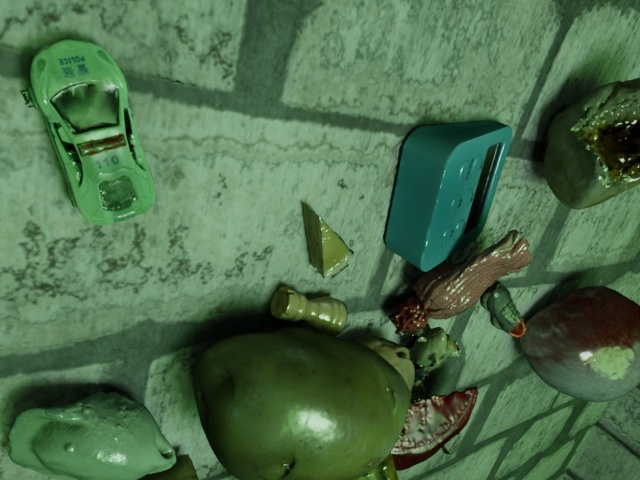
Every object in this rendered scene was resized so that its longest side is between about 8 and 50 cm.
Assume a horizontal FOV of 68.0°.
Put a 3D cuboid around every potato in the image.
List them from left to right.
[{"bbox_3d":[-0.028,0.252,0.710,0.327,0.221,0.243,22,117,-34],"label":"potato"}]

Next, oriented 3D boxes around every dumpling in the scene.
[{"bbox_3d":[-0.291,0.258,0.622,0.219,0.153,0.108,50,40,-35],"label":"dumpling"}]

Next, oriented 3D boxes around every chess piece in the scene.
[{"bbox_3d":[-0.020,0.111,0.758,0.122,0.066,0.066,26,99,-39],"label":"chess piece"}]

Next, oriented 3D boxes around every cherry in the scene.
[{"bbox_3d":[0.730,0.296,1.316,0.335,0.291,0.326,-25,124,-11],"label":"cherry"}]

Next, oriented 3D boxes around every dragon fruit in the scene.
[{"bbox_3d":[0.205,0.462,1.089,0.344,0.100,0.282,-9,138,-19],"label":"dragon fruit"}]

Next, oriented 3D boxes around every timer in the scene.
[{"bbox_3d":[0.242,-0.082,0.821,0.250,0.091,0.231,-16,125,-34],"label":"timer"}]

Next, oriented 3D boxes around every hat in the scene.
[{"bbox_3d":[0.253,0.083,0.901,0.287,0.107,0.236,-32,153,3],"label":"hat"}]

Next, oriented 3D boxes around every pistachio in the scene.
[{"bbox_3d":[0.110,0.259,0.912,0.152,0.126,0.223,-29,142,8],"label":"pistachio"}]

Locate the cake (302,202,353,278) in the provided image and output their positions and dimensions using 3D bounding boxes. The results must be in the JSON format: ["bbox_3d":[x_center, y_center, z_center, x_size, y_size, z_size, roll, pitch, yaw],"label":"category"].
[{"bbox_3d":[0.000,0.000,0.705,0.065,0.052,0.121,-41,135,-6],"label":"cake"}]

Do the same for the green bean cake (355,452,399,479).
[{"bbox_3d":[-0.008,0.413,0.841,0.236,0.233,0.124,-28,125,-22],"label":"green bean cake"}]

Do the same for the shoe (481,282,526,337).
[{"bbox_3d":[0.452,0.171,1.150,0.074,0.077,0.194,-44,135,-6],"label":"shoe"}]

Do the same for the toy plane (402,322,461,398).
[{"bbox_3d":[0.226,0.263,1.008,0.108,0.092,0.286,-1,139,-9],"label":"toy plane"}]

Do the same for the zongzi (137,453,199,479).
[{"bbox_3d":[-0.295,0.473,0.742,0.228,0.115,0.255,-18,133,-34],"label":"zongzi"}]

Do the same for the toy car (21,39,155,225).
[{"bbox_3d":[-0.221,-0.097,0.467,0.094,0.058,0.186,-21,128,-25],"label":"toy car"}]

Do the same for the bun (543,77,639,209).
[{"bbox_3d":[0.557,-0.196,0.912,0.282,0.204,0.281,-21,165,-6],"label":"bun"}]
